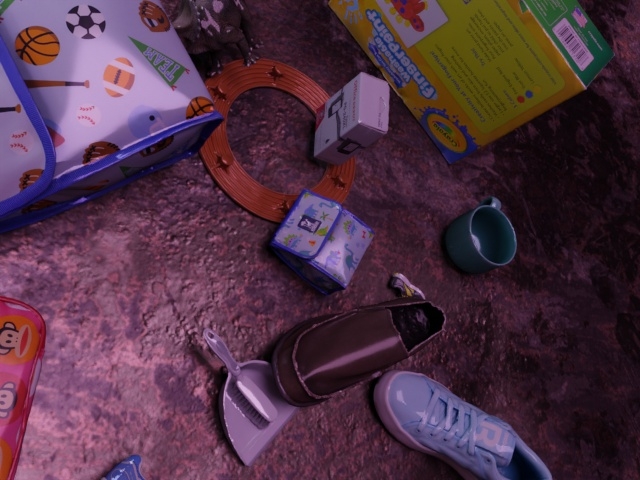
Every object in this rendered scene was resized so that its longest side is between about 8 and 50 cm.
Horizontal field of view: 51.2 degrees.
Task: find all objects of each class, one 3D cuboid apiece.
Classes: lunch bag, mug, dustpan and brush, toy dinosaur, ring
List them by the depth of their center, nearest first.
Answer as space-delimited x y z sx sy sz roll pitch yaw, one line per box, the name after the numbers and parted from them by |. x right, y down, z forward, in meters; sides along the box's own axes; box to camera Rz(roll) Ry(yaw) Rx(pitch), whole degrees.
-0.478 0.194 0.776 0.258 0.120 0.292 15 63 -24 | lunch bag
-0.380 -0.207 0.897 0.386 0.239 0.327 -27 91 -23 | lunch bag
-0.120 0.221 1.027 0.211 0.060 0.147 51 53 -7 | dustpan and brush
0.000 0.000 1.167 0.151 0.096 0.128 37 63 -12 | lunch bag
-0.172 -0.397 1.170 0.313 0.121 0.160 -63 140 -35 | toy dinosaur
-0.071 -0.190 1.233 0.337 0.032 0.336 13 66 -30 | ring
0.331 -0.003 1.385 0.158 0.097 0.129 -31 91 -38 | mug

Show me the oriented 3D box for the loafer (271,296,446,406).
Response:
0.075 0.162 1.122 0.366 0.130 0.133 -20 84 -41 | loafer

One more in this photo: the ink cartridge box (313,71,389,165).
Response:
0.054 -0.218 1.212 0.063 0.150 0.109 16 64 -28 | ink cartridge box

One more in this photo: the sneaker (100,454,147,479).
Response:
-0.207 0.376 0.900 0.211 0.080 0.081 46 57 -12 | sneaker

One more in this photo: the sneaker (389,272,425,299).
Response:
0.164 0.099 1.283 0.083 0.031 0.035 41 69 -9 | sneaker

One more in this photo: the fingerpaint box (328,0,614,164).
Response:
0.288 -0.429 1.345 0.444 0.371 0.163 51 55 -6 | fingerpaint box

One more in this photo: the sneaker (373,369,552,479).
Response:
0.265 0.335 1.182 0.366 0.150 0.135 36 56 -17 | sneaker
